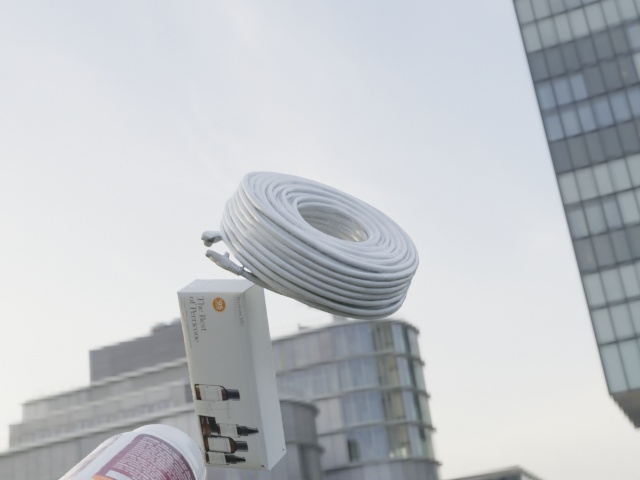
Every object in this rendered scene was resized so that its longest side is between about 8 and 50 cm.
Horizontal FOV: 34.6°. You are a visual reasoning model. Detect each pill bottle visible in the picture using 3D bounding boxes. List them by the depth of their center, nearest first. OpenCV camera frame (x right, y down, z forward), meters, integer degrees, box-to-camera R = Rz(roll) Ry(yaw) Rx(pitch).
[{"bbox_3d":[-0.342,0.467,1.797,0.224,0.224,0.392,-13,4,11],"label":"pill bottle"}]

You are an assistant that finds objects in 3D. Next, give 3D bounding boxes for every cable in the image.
[{"bbox_3d":[0.000,0.000,1.293,0.257,0.257,0.089,27,-68,4],"label":"cable"}]

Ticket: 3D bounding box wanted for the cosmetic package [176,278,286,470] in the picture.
[{"bbox_3d":[-0.112,0.170,1.303,0.099,0.239,0.060,-2,14,21],"label":"cosmetic package"}]
